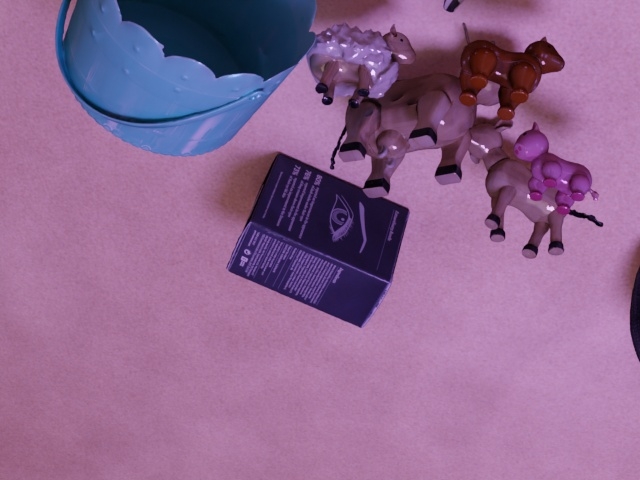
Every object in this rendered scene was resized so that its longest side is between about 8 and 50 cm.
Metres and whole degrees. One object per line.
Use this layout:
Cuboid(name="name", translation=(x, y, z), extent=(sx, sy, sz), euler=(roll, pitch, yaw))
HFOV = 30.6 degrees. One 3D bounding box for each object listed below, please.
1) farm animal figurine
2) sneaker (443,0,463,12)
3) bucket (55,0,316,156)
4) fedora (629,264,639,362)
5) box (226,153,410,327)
Cuboid(name="farm animal figurine", translation=(0.171, -0.141, 1.406), extent=(0.327, 0.172, 0.330), euler=(3, 143, 19))
Cuboid(name="sneaker", translation=(0.179, -0.299, 1.340), extent=(0.044, 0.040, 0.109), euler=(28, 134, -11))
Cuboid(name="bucket", translation=(-0.160, -0.244, 1.349), extent=(0.281, 0.281, 0.183), euler=(29, 137, -10))
Cuboid(name="fedora", translation=(0.562, 0.096, 1.459), extent=(0.334, 0.334, 0.153), euler=(-29, 151, 36))
Cuboid(name="box", translation=(0.000, 0.000, 1.593), extent=(0.207, 0.153, 0.108), euler=(25, 134, -4))
